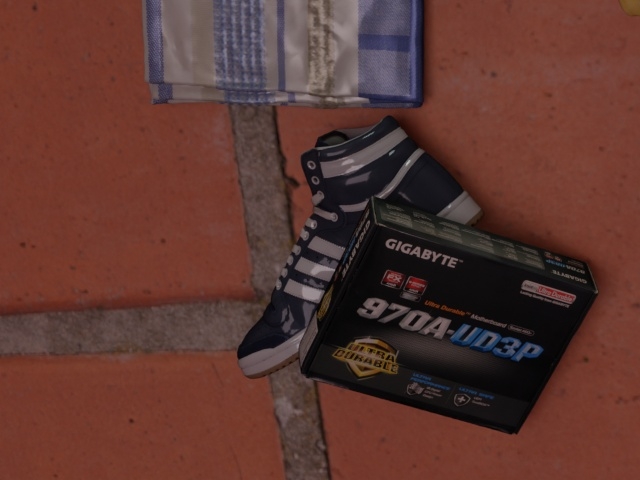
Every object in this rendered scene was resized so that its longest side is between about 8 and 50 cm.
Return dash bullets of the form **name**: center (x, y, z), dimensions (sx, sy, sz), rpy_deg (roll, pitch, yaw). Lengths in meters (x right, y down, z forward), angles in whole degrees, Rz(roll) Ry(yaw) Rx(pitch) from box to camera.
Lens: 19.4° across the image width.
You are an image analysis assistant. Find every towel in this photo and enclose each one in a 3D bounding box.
- **towel**: center (-0.037, -0.225, 1.733), dimensions (0.285, 0.034, 0.209), rpy_deg (3, 104, 20)

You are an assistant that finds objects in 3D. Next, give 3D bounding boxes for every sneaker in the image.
- **sneaker**: center (0.000, 0.000, 1.742), dimensions (0.282, 0.099, 0.153), rpy_deg (-38, 93, 21)

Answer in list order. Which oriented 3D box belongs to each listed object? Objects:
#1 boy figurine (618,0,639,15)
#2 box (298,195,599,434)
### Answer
- **boy figurine**: center (0.262, -0.325, 1.503), dimensions (0.177, 0.092, 0.285), rpy_deg (4, 111, 47)
- **box**: center (0.112, 0.071, 1.681), dimensions (0.220, 0.051, 0.175), rpy_deg (17, 119, -16)
